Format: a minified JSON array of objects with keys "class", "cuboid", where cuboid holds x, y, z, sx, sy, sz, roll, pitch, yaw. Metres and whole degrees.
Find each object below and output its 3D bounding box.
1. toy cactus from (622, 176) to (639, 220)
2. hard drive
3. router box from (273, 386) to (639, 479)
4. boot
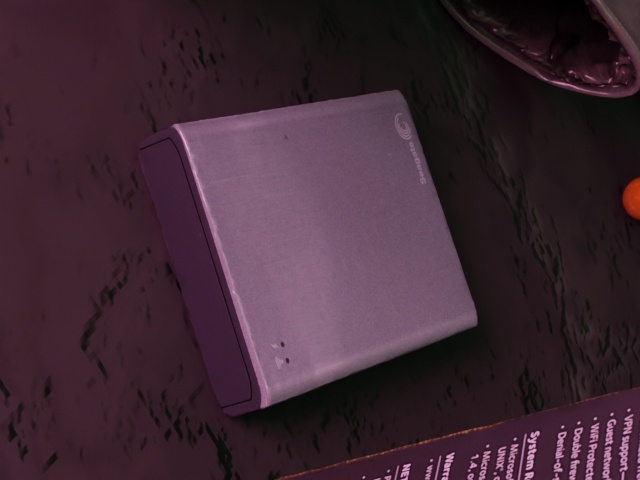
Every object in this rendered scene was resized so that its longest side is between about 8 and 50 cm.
[{"class":"toy cactus","cuboid":[0.230,-0.014,0.873,0.219,0.112,0.180,47,9,10]},{"class":"hard drive","cuboid":[0.000,0.000,0.621,0.135,0.022,0.094,-15,86,-55]},{"class":"router box","cuboid":[0.098,0.158,0.487,0.309,0.243,0.081,40,46,-36]},{"class":"boot","cuboid":[0.155,-0.140,0.814,0.189,0.076,0.208,22,40,-3]}]
